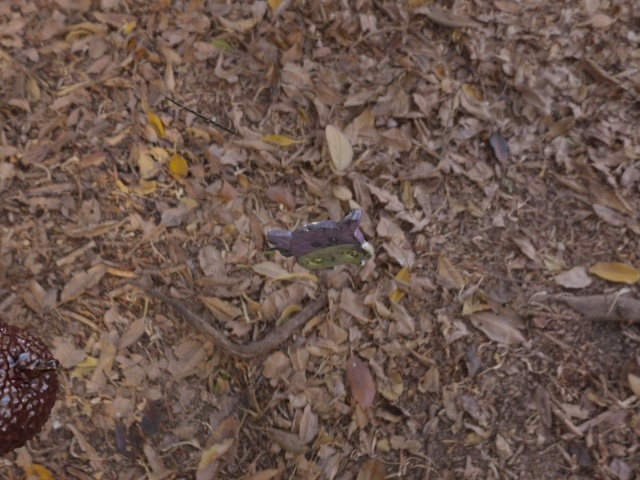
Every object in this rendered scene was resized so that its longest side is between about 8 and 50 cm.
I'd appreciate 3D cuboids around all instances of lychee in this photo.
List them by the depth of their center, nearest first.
[{"bbox_3d":[-0.626,0.275,0.975,0.300,0.264,0.264,-22,63,-3],"label":"lychee"}]

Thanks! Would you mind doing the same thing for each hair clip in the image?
[{"bbox_3d":[-0.002,0.007,0.856,0.187,0.146,0.056,-2,60,26],"label":"hair clip"}]

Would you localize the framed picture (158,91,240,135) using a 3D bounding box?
[{"bbox_3d":[-0.321,-0.336,1.423,0.199,0.195,0.010,28,95,4],"label":"framed picture"}]
